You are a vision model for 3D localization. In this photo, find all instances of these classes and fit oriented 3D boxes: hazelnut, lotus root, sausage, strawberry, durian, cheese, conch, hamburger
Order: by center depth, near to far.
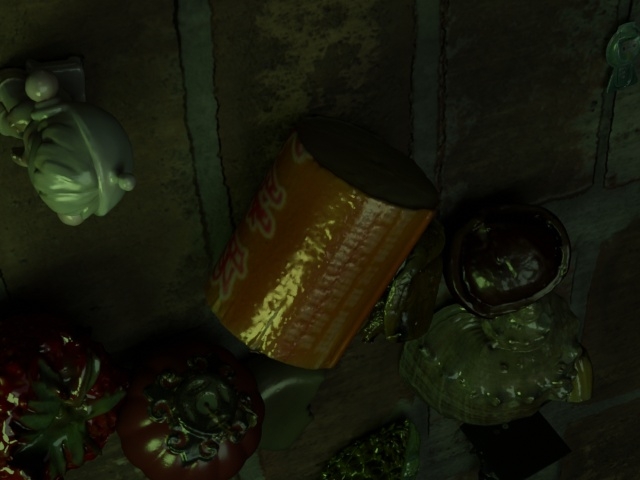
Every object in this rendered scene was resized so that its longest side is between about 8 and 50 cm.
[{"bbox_3d":[-0.413,0.217,1.534,0.261,0.258,0.261,-28,128,-44],"label":"strawberry"},{"bbox_3d":[0.000,0.000,1.556,0.233,0.233,0.287,16,117,-37],"label":"sausage"},{"bbox_3d":[0.468,-0.285,1.719,0.067,0.026,0.120,-20,133,-12],"label":"cheese"},{"bbox_3d":[0.129,0.067,1.720,0.183,0.130,0.206,-34,152,-62],"label":"hamburger"},{"bbox_3d":[0.291,0.034,1.774,0.202,0.170,0.160,-37,167,-23],"label":"hazelnut"},{"bbox_3d":[-0.072,0.255,1.815,0.175,0.091,0.202,23,113,-41],"label":"cheese"},{"bbox_3d":[0.293,0.227,1.926,0.297,0.210,0.352,0,125,-11],"label":"conch"},{"bbox_3d":[0.438,0.234,2.087,0.159,0.095,0.135,14,121,11],"label":"lotus root"},{"bbox_3d":[0.084,0.484,2.105,0.198,0.163,0.394,-50,155,-43],"label":"durian"}]

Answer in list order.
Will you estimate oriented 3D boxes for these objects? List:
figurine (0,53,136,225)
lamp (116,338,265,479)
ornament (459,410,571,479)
[{"bbox_3d":[-0.290,-0.106,1.291,0.145,0.256,0.182,6,120,-35],"label":"figurine"},{"bbox_3d":[-0.197,0.261,1.671,0.227,0.227,0.227,-15,131,-18],"label":"lamp"},{"bbox_3d":[0.356,0.423,2.164,0.153,0.166,0.196,-23,147,-21],"label":"ornament"}]
